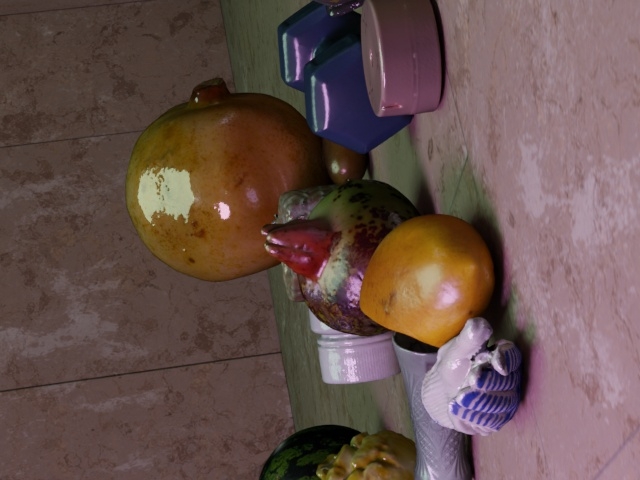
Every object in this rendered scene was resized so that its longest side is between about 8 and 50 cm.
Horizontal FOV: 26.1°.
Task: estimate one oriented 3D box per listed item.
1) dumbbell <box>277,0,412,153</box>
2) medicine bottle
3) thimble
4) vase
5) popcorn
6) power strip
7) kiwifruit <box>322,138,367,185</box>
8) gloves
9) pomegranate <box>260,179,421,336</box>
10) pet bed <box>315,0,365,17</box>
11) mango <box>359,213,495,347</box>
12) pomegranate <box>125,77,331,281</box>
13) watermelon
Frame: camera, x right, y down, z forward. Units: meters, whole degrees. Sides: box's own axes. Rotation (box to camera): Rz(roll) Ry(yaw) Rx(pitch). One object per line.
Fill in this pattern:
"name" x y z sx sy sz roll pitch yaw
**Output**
"dumbbell" 0.030 -0.241 1.954 0.325 0.144 0.160 -113 19 -66
"medicine bottle" 0.048 0.089 2.124 0.144 0.144 0.252 177 88 -82
"thimble" 0.001 0.006 2.384 0.229 0.148 0.196 116 146 -79
"vase" 0.147 0.213 1.733 0.096 0.096 0.219 -114 16 -65
"popcorn" 0.093 0.382 1.955 0.204 0.183 0.221 -78 -27 -63
"power strip" 0.098 -0.231 1.695 0.154 0.078 0.154 173 90 -85
"kiwifruit" 0.039 -0.143 2.234 0.075 0.075 0.124 93 172 -53
"gloves" 0.168 0.152 1.494 0.229 0.097 0.119 109 140 -77
"pomegranate" 0.032 0.018 1.824 0.214 0.248 0.214 -27 57 50
"pet bed" 0.030 -0.409 1.768 0.183 0.159 0.211 -49 39 31
"mango" 0.127 0.048 1.584 0.252 0.126 0.154 150 132 -72
"pomegranate" -0.184 -0.121 2.672 0.416 0.416 0.417 173 90 -82
"watermelon" 0.013 0.446 2.359 0.269 0.269 0.269 173 90 -82
